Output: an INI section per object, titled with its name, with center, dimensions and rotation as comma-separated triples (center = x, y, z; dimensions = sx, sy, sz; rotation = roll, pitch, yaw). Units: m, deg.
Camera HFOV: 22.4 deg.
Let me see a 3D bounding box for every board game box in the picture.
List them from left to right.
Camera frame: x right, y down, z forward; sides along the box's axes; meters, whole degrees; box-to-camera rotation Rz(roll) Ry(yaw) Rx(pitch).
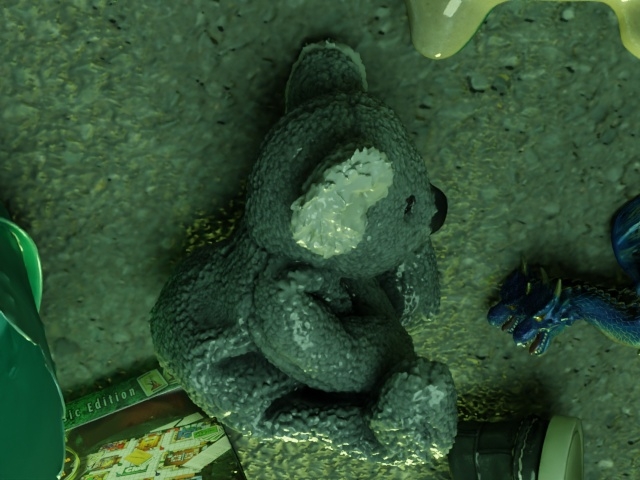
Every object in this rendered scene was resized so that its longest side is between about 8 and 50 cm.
[board game box]
center = -0.192, 0.180, 1.178
dimensions = 0.259, 0.030, 0.136
rotation = -20, 135, -2

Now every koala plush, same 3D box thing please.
[koala plush]
center = 0.000, 0.000, 1.022
dimensions = 0.203, 0.196, 0.221
rotation = 6, 126, -7

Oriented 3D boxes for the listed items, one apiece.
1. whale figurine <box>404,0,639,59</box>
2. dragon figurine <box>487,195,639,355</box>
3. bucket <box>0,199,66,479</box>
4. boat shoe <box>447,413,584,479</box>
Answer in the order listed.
[whale figurine]
center = 0.164, -0.208, 0.962
dimensions = 0.272, 0.141, 0.216
rotation = -26, 91, 27
[dragon figurine]
center = 0.264, 0.016, 1.159
dimensions = 0.289, 0.085, 0.144
rotation = -33, 126, 11
[bucket]
center = -0.295, 0.074, 0.994
dimensions = 0.281, 0.183, 0.281
rotation = -7, 126, -10
[boat shoe]
center = 0.146, 0.268, 1.291
dimensions = 0.113, 0.127, 0.340
rotation = 8, 135, 16
